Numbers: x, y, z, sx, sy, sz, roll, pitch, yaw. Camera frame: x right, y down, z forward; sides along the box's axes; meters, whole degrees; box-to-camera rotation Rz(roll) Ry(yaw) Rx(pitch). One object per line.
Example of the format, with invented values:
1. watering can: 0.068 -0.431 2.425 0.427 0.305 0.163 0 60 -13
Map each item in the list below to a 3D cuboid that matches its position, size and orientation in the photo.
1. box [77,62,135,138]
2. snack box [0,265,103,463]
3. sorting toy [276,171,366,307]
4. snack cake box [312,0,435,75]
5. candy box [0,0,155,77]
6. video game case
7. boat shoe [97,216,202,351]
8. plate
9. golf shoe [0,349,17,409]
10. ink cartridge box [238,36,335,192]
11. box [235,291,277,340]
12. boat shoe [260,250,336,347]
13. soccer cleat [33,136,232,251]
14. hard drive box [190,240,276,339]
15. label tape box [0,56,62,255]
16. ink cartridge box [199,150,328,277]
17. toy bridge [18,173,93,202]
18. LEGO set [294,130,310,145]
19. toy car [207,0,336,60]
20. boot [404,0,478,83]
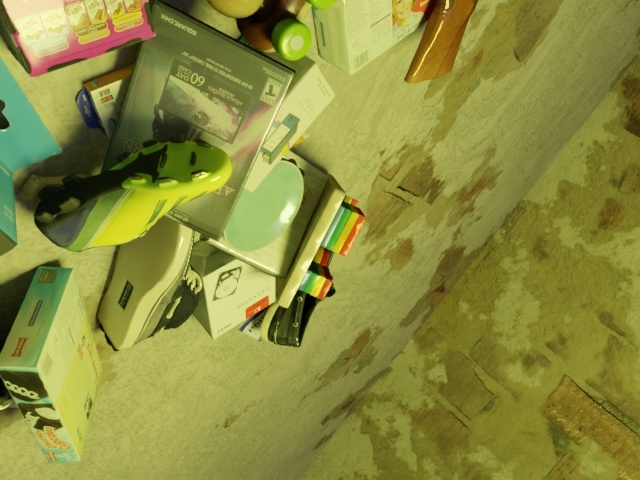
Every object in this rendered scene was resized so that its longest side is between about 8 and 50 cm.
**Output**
1. box: -0.270 -0.202 0.740 0.136 0.028 0.081 -36 150 -25
2. snack box: -0.438 0.218 0.877 0.060 0.187 0.322 3 134 -8
3. sorting toy: 0.000 0.000 1.122 0.257 0.089 0.255 -63 -170 11
4. snack cake box: 0.113 -0.433 0.918 0.264 0.089 0.152 -39 149 -17
5. candy box: -0.280 -0.311 0.542 0.159 0.071 0.233 -32 149 -27
6. video game case: -0.179 -0.153 0.724 0.274 0.196 0.026 -61 -173 23
7. boat shoe: -0.282 0.059 0.963 0.158 0.127 0.340 -14 149 -53
8. plate: -0.106 -0.064 0.946 0.188 0.024 0.188 -35 144 -31
9. golf shoe: -0.522 0.234 0.846 0.105 0.120 0.273 -40 152 -18
10. ink cartridge box: -0.108 -0.208 0.824 0.212 0.154 0.093 -49 154 1
11. box: -0.158 0.179 1.331 0.126 0.072 0.137 -47 151 -4
12. boat shoe: -0.020 0.122 1.310 0.340 0.113 0.127 -56 152 -33
13. soccer cleat: -0.250 -0.057 0.728 0.289 0.093 0.121 -17 143 8
14. hard drive box: -0.193 0.082 1.143 0.181 0.089 0.232 -31 148 -27
15. label tape box: -0.449 -0.042 0.546 0.348 0.115 0.249 -36 166 -19
16. ink cartridge box: -0.106 -0.065 1.030 0.189 0.066 0.232 30 73 -33
17. toy bridge: -0.354 -0.065 0.797 0.063 0.026 0.188 -52 152 7
18. LEGO set: -0.111 -0.185 0.930 0.227 0.093 0.087 -36 -167 -29
19. toy car: -0.098 -0.350 0.684 0.188 0.155 0.149 15 114 -46
20. boot: 0.203 -0.413 0.919 0.264 0.096 0.280 -32 156 -43
